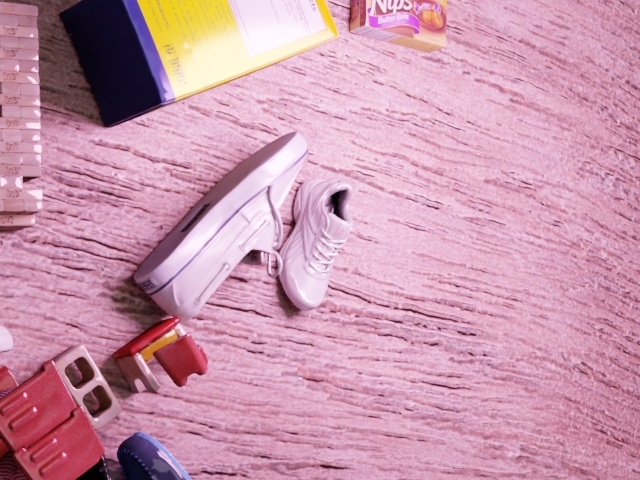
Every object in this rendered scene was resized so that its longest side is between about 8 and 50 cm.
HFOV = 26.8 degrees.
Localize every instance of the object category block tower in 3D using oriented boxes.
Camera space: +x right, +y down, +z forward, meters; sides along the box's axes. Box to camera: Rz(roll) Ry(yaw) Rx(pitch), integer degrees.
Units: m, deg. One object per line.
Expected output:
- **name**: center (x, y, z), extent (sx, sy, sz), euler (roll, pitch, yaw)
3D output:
- **block tower**: center (-0.461, -0.185, 1.928), extent (0.097, 0.091, 0.336), euler (0, 84, -36)

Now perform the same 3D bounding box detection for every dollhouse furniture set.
- **dollhouse furniture set**: center (-0.324, 0.199, 1.901), extent (0.374, 0.201, 0.152), euler (-36, 103, -33)

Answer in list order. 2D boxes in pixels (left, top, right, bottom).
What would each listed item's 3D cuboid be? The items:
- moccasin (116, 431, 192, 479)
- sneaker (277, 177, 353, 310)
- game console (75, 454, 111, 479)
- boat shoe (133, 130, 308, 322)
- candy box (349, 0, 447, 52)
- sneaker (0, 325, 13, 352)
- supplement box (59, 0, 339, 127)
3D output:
- **moccasin**: center (-0.215, 0.449, 1.982), extent (0.116, 0.137, 0.342), euler (-34, 102, -29)
- **sneaker**: center (0.000, 0.000, 2.210), extent (0.090, 0.115, 0.232), euler (16, 74, -32)
- **game console**: center (-0.335, 0.361, 1.930), extent (0.071, 0.122, 0.107), euler (17, 51, -64)
- **boat shoe**: center (-0.119, -0.008, 2.117), extent (0.156, 0.135, 0.367), euler (51, 61, -18)
- **candy box**: center (0.141, -0.412, 2.411), extent (0.186, 0.053, 0.109), euler (10, 78, -35)
- **sneaker**: center (-0.550, 0.092, 1.813), extent (0.290, 0.106, 0.123), euler (10, 80, -32)
- **supplement box**: center (-0.184, -0.334, 2.082), extent (0.356, 0.195, 0.194), euler (-26, 98, -34)
